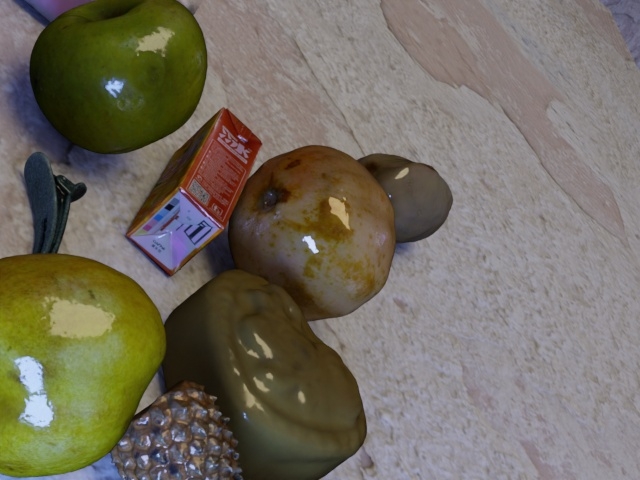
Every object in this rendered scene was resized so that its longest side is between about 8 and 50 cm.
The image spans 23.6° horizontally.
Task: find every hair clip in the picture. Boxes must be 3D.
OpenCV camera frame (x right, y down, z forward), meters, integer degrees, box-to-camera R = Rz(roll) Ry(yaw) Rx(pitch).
[{"bbox_3d":[-0.274,0.001,1.494,0.070,0.039,0.229,39,28,-25],"label":"hair clip"}]

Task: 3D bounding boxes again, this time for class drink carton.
[{"bbox_3d":[-0.138,-0.060,1.730,0.071,0.096,0.223,44,26,-13],"label":"drink carton"}]

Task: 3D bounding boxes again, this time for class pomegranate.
[{"bbox_3d":[-0.006,-0.008,1.755,0.207,0.207,0.207,38,28,-24],"label":"pomegranate"}]

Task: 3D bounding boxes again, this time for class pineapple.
[{"bbox_3d":[-0.078,0.262,1.374,0.277,0.119,0.130,53,6,1],"label":"pineapple"}]

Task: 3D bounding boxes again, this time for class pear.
[{"bbox_3d":[-0.232,0.100,1.256,0.200,0.200,0.200,38,28,-24],"label":"pear"}]

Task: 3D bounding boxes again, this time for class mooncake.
[{"bbox_3d":[-0.058,0.146,1.566,0.235,0.117,0.234,42,25,-25],"label":"mooncake"}]

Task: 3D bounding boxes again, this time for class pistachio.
[{"bbox_3d":[0.110,-0.061,2.109,0.206,0.131,0.129,4,59,-63],"label":"pistachio"}]

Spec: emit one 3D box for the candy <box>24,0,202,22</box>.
[{"bbox_3d":[-0.279,-0.333,1.803,0.265,0.155,0.115,41,24,-20],"label":"candy"}]

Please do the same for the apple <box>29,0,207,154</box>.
[{"bbox_3d":[-0.218,-0.181,1.669,0.196,0.196,0.156,-59,138,-64],"label":"apple"}]
